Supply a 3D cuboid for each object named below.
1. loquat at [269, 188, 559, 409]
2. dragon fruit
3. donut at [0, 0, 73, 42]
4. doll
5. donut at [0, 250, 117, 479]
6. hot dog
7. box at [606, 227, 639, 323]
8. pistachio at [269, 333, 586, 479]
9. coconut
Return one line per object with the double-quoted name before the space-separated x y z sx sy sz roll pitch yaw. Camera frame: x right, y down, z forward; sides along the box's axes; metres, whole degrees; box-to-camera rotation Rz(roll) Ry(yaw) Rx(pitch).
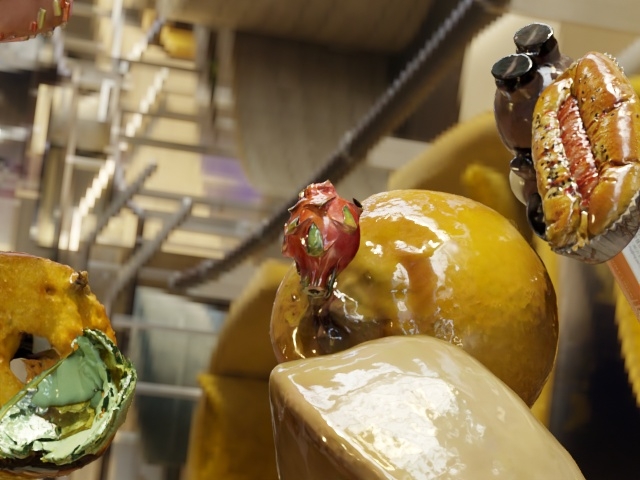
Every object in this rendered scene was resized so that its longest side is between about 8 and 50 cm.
"loquat" 0.109 0.098 1.861 0.328 0.328 0.328 -172 90 -77
"dragon fruit" 0.001 0.001 1.671 0.086 0.081 0.116 128 152 -52
"donut" -0.246 -0.181 1.237 0.117 0.166 0.065 0 104 40
"doll" 0.273 -0.126 1.933 0.182 0.117 0.257 -53 -40 -28
"donut" -0.307 0.126 1.630 0.118 0.253 0.253 -20 56 33
"hot dog" 0.289 -0.095 1.739 0.144 0.075 0.268 -38 34 33
"box" 0.512 -0.002 2.284 0.274 0.221 0.091 64 171 1
"pistachio" 0.076 0.158 0.984 0.260 0.213 0.163 37 100 49
"coconut" -0.227 0.150 1.518 0.158 0.055 0.133 -3 53 35
